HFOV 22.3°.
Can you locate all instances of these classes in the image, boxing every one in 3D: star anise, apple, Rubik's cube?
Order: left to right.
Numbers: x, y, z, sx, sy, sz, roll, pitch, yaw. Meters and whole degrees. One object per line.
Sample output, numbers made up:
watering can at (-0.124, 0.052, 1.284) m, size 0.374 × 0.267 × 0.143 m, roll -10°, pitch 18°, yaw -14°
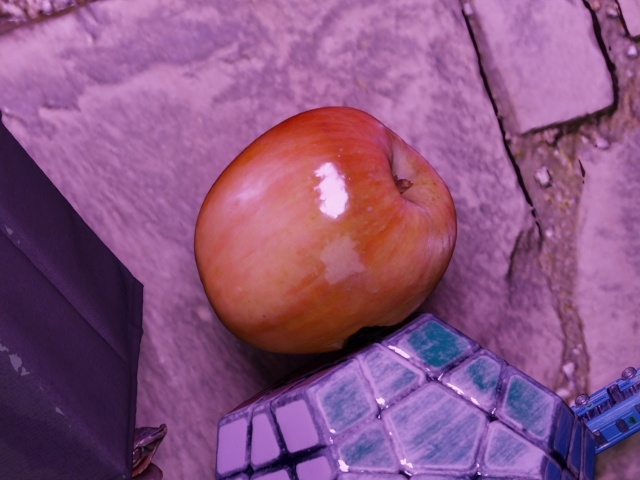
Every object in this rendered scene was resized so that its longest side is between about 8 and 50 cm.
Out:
star anise at (-0.192, 0.185, 1.356) m, size 0.129 × 0.056 × 0.124 m, roll 1°, pitch 139°, yaw -3°
apple at (0.000, 0.000, 1.212) m, size 0.199 × 0.199 × 0.199 m, roll -3°, pitch 119°, yaw -4°
Rubik's cube at (0.067, 0.207, 1.276) m, size 0.264 × 0.319 × 0.319 m, roll 1°, pitch 123°, yaw 24°

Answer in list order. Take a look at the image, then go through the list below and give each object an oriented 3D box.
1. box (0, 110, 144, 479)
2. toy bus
box at (-0.318, 0.113, 1.194) m, size 0.345 × 0.251 × 0.204 m, roll -33°, pitch 117°, yaw 14°
toy bus at (0.254, 0.146, 1.385) m, size 0.083 × 0.046 × 0.038 m, roll -32°, pitch 118°, yaw 13°
